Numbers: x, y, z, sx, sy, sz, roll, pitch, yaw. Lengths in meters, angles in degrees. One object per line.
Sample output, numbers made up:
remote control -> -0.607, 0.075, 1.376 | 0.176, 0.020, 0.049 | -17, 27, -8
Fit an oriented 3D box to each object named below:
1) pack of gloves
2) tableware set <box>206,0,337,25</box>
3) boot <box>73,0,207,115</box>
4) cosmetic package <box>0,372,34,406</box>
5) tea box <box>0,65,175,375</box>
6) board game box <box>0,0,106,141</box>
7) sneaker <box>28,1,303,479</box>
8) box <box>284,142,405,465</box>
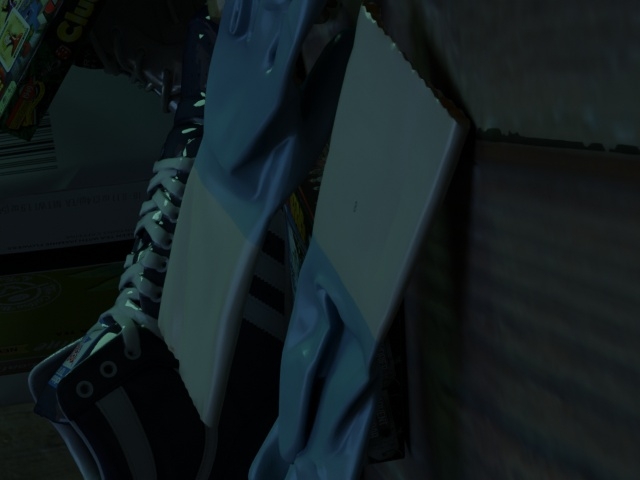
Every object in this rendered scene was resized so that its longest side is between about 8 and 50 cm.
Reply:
pack of gloves -> 0.000, 0.000, 0.594 | 0.195, 0.046, 0.232 | 57, 141, 46
tableware set -> -0.067, -0.126, 0.699 | 0.169, 0.141, 0.020 | -178, 106, -82
boot -> -0.098, -0.111, 0.925 | 0.095, 0.123, 0.258 | 98, 161, -64
cosmetic package -> -0.287, 0.043, 1.482 | 0.156, 0.385, 0.217 | -138, 42, -75
tea box -> -0.183, -0.109, 1.140 | 0.323, 0.220, 0.329 | 104, 156, -63
board game box -> -0.134, -0.198, 0.859 | 0.259, 0.030, 0.136 | -57, 34, 19
sneaker -> -0.081, 0.012, 0.786 | 0.099, 0.153, 0.282 | 172, 91, -70
box -> 0.009, 0.025, 0.683 | 0.137, 0.027, 0.094 | -113, 16, -58
